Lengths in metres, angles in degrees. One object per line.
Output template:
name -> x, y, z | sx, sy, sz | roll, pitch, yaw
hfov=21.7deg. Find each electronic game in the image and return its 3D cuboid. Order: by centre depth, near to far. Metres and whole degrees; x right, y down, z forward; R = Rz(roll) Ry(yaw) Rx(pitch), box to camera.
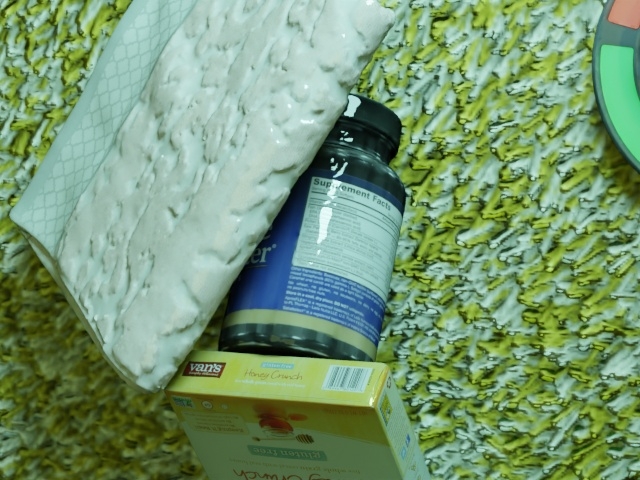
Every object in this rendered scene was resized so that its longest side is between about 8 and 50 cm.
electronic game -> 0.315, -0.134, 1.239 | 0.229, 0.048, 0.229 | 0, 90, 23

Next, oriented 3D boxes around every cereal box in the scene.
cereal box -> -0.003, 0.181, 1.290 | 0.173, 0.240, 0.047 | 1, 46, 23

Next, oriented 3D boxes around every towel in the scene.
towel -> -0.111, -0.086, 1.316 | 0.332, 0.053, 0.317 | -58, 36, 7

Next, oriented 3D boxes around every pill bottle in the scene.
pill bottle -> 0.000, 0.000, 1.306 | 0.122, 0.123, 0.219 | 3, 68, 23
